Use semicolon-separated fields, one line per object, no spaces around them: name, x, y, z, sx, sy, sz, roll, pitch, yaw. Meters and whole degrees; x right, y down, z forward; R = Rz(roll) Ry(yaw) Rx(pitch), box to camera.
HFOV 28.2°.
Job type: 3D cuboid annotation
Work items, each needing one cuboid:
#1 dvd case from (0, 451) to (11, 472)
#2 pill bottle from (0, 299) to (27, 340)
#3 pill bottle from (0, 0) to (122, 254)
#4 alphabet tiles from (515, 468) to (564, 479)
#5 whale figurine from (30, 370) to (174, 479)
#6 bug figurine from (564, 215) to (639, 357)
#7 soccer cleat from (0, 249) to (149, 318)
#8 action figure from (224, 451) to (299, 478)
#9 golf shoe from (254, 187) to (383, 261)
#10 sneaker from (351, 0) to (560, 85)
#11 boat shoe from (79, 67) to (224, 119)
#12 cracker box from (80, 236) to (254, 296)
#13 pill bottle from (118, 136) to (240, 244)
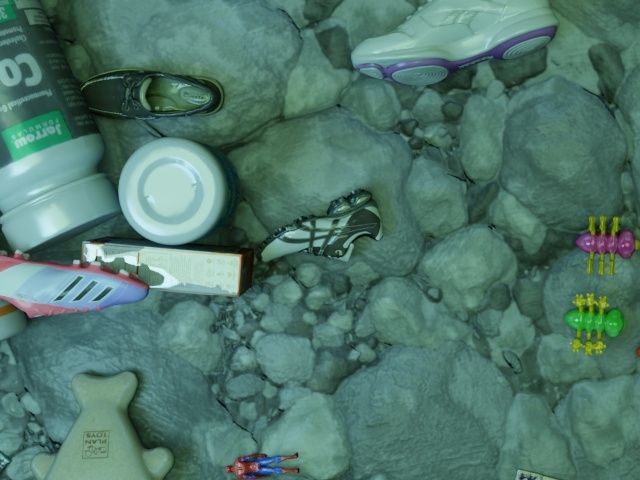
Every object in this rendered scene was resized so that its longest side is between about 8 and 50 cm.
dvd case;-0.548;0.357;1.963;0.087;0.013;0.119;40;92;1
pill bottle;-0.602;-0.007;1.849;0.224;0.224;0.392;-23;90;3
pill bottle;-0.438;-0.173;1.845;0.204;0.204;0.361;-25;91;4
alphabet tiles;0.313;0.450;1.924;0.237;0.009;0.198;14;93;2
whale figurine;-0.322;0.336;1.909;0.216;0.141;0.272;-5;67;3
bug figurine;0.476;0.068;1.871;0.216;0.072;0.279;7;97;9
soccer cleat;-0.357;0.070;1.753;0.247;0.083;0.095;9;85;7
action figure;-0.090;0.343;1.932;0.115;0.030;0.038;-6;86;8
golf shoe;0.000;0.000;1.892;0.198;0.077;0.094;-25;91;5
sneaker;0.188;-0.320;1.869;0.305;0.114;0.152;-14;77;-1
boat shoe;-0.258;-0.220;1.898;0.223;0.073;0.080;2;92;3
cracker box;-0.221;0.037;1.864;0.232;0.156;0.067;5;93;3
pill bottle;-0.192;-0.071;1.805;0.146;0.264;0.146;0;93;2
